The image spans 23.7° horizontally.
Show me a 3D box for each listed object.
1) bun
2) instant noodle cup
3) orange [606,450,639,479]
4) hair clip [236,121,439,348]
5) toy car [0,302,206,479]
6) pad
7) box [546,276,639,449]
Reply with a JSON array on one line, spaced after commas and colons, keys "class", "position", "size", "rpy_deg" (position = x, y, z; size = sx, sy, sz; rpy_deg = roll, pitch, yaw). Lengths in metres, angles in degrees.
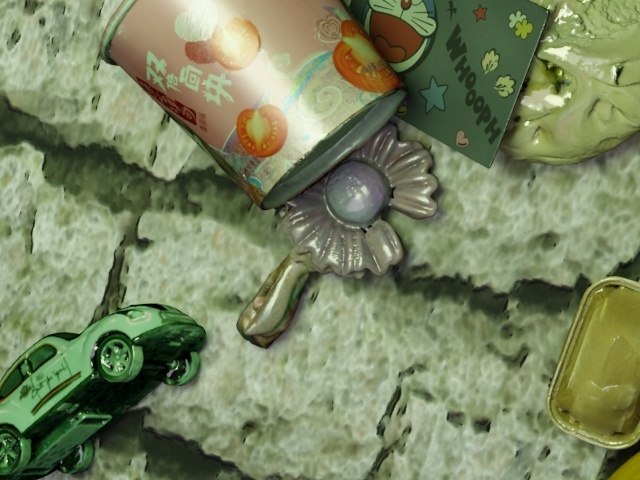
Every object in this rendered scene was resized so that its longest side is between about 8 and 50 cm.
[{"class": "bun", "position": [0.247, -0.185, 1.508], "size": [0.210, 0.116, 0.237], "rpy_deg": [15, 106, 13]}, {"class": "instant noodle cup", "position": [-0.059, -0.174, 1.519], "size": [0.243, 0.243, 0.231], "rpy_deg": [-42, 82, 19]}, {"class": "orange", "position": [0.385, 0.312, 1.496], "size": [0.279, 0.235, 0.279], "rpy_deg": [-12, 129, -14]}, {"class": "hair clip", "position": [-0.003, 0.003, 1.638], "size": [0.173, 0.069, 0.300], "rpy_deg": [37, 108, 8]}, {"class": "toy car", "position": [-0.270, 0.159, 1.714], "size": [0.306, 0.136, 0.125], "rpy_deg": [-42, 66, 17]}, {"class": "pad", "position": [0.112, -0.198, 1.538], "size": [0.245, 0.006, 0.170], "rpy_deg": [34, 112, 38]}, {"class": "box", "position": [0.301, 0.122, 1.559], "size": [0.111, 0.111, 0.177], "rpy_deg": [19, 105, 11]}]
